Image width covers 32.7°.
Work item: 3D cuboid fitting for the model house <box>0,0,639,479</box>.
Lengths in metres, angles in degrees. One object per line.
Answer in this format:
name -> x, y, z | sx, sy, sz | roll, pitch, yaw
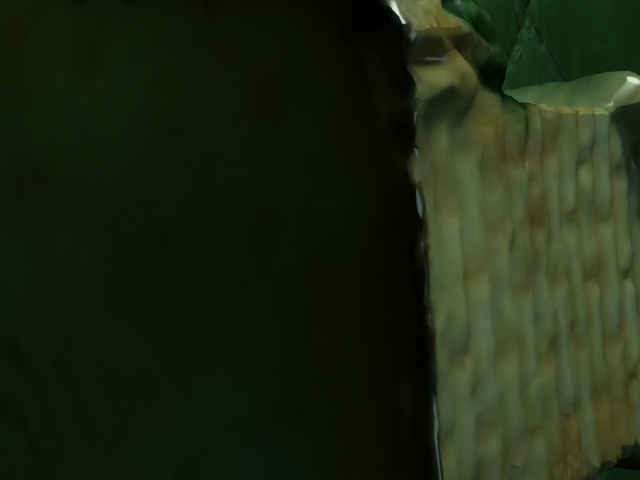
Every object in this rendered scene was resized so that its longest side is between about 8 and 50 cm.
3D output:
model house -> 0.000, 0.000, 0.733 | 0.400, 0.445, 0.394 | -5, 89, -49
